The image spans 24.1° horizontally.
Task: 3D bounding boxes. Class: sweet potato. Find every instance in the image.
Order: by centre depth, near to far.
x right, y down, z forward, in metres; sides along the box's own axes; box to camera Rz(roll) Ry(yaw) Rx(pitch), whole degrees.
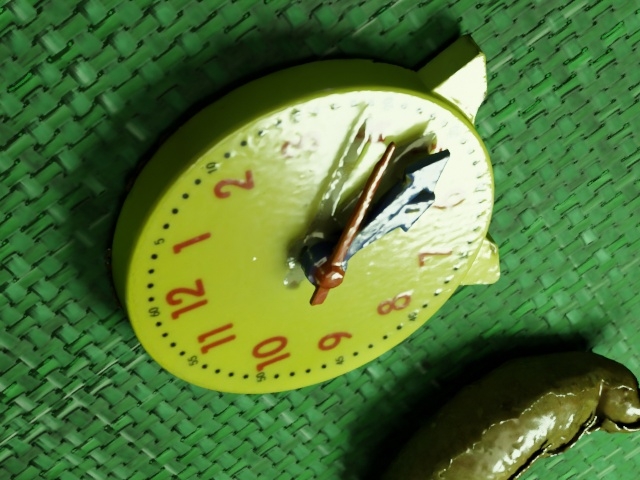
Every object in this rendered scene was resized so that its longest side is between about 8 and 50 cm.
[{"bbox_3d":[0.151,0.163,1.254,0.310,0.098,0.124,-29,144,4],"label":"sweet potato"}]

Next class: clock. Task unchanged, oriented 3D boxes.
[{"bbox_3d":[0.000,0.003,1.043,0.293,0.071,0.277,-24,137,-5],"label":"clock"}]
